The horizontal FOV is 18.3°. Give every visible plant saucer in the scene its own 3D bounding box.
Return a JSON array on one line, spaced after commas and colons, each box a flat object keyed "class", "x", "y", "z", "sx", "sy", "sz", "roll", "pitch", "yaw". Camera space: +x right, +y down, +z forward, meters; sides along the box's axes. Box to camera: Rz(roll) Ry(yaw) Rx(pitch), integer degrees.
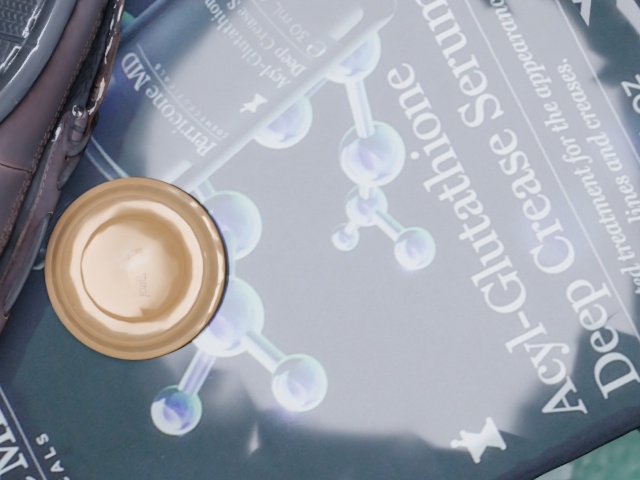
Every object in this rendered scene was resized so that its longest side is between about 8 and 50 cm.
[{"class": "plant saucer", "x": -0.084, "y": 0.013, "z": 0.902, "sx": 0.083, "sy": 0.013, "sz": 0.083, "roll": 0, "pitch": 90, "yaw": 5}]

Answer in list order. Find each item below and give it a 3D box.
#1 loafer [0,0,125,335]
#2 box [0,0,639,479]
[{"class": "loafer", "x": -0.158, "y": -0.034, "z": 0.885, "sx": 0.109, "sy": 0.095, "sz": 0.303, "roll": 22, "pitch": 86, "yaw": 35}, {"class": "box", "x": 0.000, "y": 0.000, "z": 1.008, "sx": 0.395, "sy": 0.212, "sz": 0.293, "roll": -28, "pitch": 88, "yaw": 5}]
